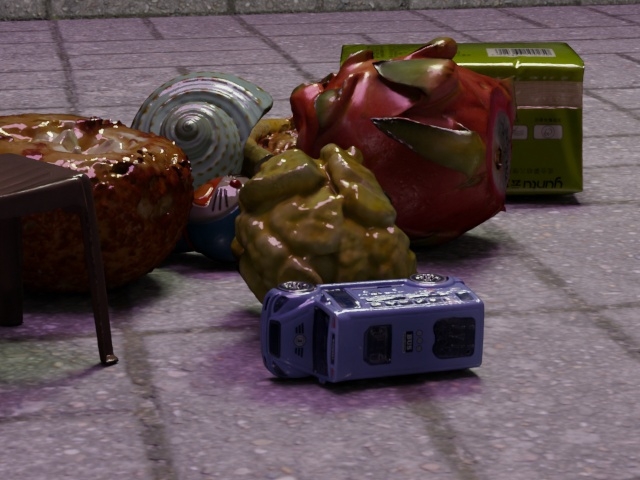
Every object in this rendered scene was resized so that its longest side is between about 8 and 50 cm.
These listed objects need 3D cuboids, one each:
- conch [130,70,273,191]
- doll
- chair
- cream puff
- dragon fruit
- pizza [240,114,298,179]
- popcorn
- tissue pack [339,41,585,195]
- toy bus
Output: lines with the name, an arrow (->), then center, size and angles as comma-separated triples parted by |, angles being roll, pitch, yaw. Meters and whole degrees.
conch -> -0.147, -0.117, 1.923 | 0.131, 0.172, 0.200 | 30, -12, -14
doll -> -0.109, -0.020, 1.684 | 0.152, 0.085, 0.114 | -4, 34, 28
chair -> -0.283, -0.058, 1.337 | 0.183, 0.326, 0.176 | -13, 20, -40
cream puff -> -0.237, -0.034, 1.586 | 0.240, 0.164, 0.240 | 7, 24, -3
dragon fruit -> 0.083, -0.098, 1.730 | 0.227, 0.224, 0.224 | -2, 13, 11
pizza -> -0.047, -0.110, 2.089 | 0.134, 0.056, 0.271 | 12, 13, 15
popcorn -> 0.008, 0.006, 1.452 | 0.168, 0.173, 0.195 | 38, -9, 6
tissue pack -> 0.159, -0.143, 1.999 | 0.275, 0.167, 0.200 | -1, 12, 2
toy bus -> 0.040, 0.069, 1.328 | 0.167, 0.073, 0.076 | -5, 16, -19
